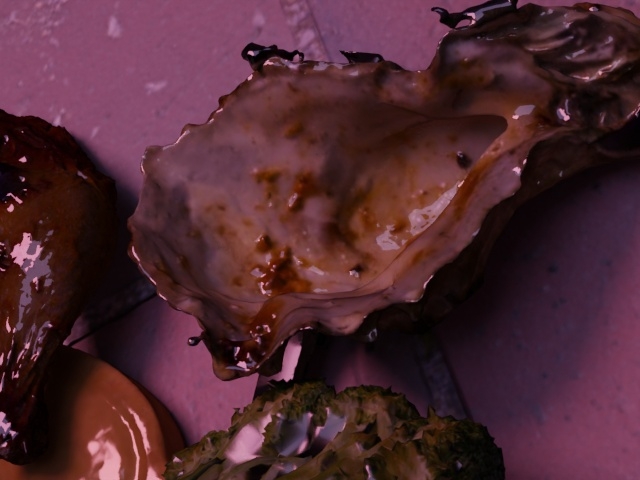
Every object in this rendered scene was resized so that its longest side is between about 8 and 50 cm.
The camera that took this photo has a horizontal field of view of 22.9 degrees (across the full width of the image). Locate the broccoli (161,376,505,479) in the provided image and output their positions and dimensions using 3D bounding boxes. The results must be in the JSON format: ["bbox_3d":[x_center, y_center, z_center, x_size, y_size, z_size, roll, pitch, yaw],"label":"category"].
[{"bbox_3d":[-0.032,0.217,0.815,0.321,0.283,0.304,18,95,65],"label":"broccoli"}]

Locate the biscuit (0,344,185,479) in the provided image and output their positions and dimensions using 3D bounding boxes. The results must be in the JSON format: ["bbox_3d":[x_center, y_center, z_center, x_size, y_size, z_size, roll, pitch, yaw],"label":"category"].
[{"bbox_3d":[-0.210,0.235,1.047,0.312,0.057,0.351,-5,69,31],"label":"biscuit"}]

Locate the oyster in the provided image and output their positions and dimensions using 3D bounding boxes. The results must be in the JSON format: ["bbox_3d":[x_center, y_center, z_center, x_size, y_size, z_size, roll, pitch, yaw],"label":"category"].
[{"bbox_3d":[0.048,-0.051,0.929,0.337,0.133,0.198,-31,72,1],"label":"oyster"}]

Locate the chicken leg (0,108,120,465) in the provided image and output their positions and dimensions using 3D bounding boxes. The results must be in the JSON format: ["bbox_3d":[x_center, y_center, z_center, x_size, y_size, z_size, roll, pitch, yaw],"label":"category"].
[{"bbox_3d":[-0.224,0.007,1.105,0.177,0.083,0.322,-49,45,6],"label":"chicken leg"}]

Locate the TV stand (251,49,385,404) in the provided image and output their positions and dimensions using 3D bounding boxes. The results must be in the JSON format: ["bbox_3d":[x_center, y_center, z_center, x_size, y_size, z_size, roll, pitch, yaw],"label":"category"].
[{"bbox_3d":[0.000,0.000,1.019,0.036,0.042,0.249,9,77,31],"label":"TV stand"}]
